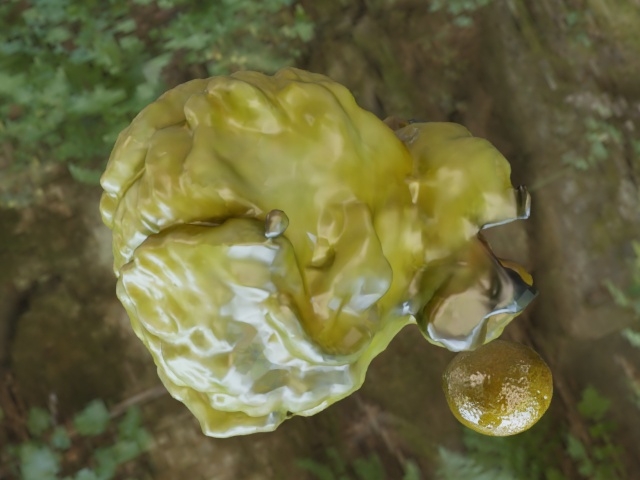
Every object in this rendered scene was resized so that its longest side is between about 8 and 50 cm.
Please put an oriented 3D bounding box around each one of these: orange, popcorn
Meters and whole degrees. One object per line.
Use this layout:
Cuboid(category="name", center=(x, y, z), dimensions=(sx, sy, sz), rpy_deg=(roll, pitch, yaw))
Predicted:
Cuboid(category="orange", center=(0.150, 0.124, 1.226), dimensions=(0.095, 0.085, 0.085), rpy_deg=(8, -171, 28))
Cuboid(category="popcorn", center=(-0.004, -0.009, 0.676), dimensions=(0.195, 0.168, 0.173), rpy_deg=(-22, -163, -10))
